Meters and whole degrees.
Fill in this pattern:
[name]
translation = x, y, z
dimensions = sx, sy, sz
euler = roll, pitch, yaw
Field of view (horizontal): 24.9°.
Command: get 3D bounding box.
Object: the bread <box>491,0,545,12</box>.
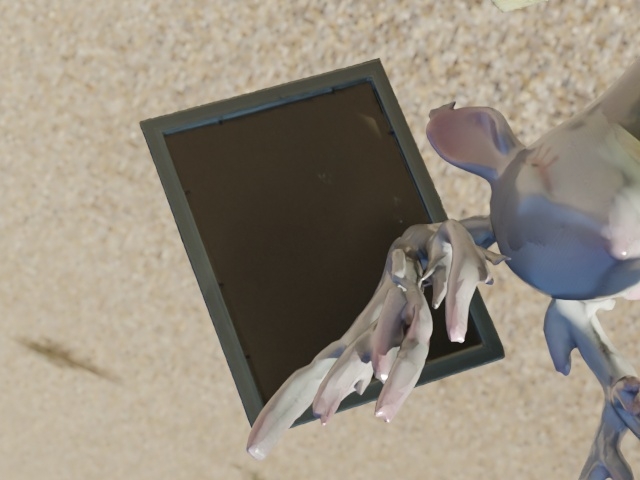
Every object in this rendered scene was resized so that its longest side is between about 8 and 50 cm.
[bread]
translation = 0.081, -0.161, 0.530
dimensions = 0.068, 0.153, 0.028
euler = -16, 160, 22

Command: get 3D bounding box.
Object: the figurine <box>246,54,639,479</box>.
[figurine]
translation = 0.122, -0.022, 0.607
dimensions = 0.206, 0.284, 0.315
euler = 22, 123, -1

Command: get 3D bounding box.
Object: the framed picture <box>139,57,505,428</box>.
[framed picture]
translation = 0.000, 0.000, 0.763
dimensions = 0.142, 0.183, 0.011
euler = -17, 162, -17
